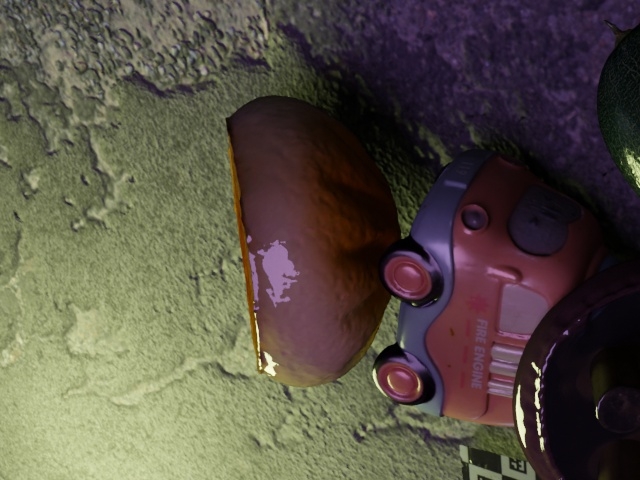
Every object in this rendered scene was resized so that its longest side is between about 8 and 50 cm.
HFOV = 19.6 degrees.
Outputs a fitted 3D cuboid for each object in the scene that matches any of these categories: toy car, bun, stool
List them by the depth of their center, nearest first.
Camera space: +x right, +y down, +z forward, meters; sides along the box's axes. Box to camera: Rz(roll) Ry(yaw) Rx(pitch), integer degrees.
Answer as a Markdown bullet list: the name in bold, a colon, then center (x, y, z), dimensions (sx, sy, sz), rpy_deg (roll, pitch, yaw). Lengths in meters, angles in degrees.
- **stool**: center (0.320, 0.164, 1.650), dimensions (0.272, 0.178, 0.272), rpy_deg (-3, 112, -8)
- **toy car**: center (0.181, 0.056, 1.786), dimensions (0.212, 0.180, 0.270), rpy_deg (15, 127, 18)
- **bun**: center (0.000, 0.000, 1.850), dimensions (0.164, 0.299, 0.299), rpy_deg (-6, 120, -3)

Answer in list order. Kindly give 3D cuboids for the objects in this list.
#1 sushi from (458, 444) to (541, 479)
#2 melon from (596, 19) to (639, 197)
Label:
- **sushi**: center (0.258, 0.309, 1.966), dimensions (0.215, 0.050, 0.192), rpy_deg (10, 119, 40)
- **melon**: center (0.344, -0.086, 1.553), dimensions (0.288, 0.182, 0.182), rpy_deg (47, 135, 5)
